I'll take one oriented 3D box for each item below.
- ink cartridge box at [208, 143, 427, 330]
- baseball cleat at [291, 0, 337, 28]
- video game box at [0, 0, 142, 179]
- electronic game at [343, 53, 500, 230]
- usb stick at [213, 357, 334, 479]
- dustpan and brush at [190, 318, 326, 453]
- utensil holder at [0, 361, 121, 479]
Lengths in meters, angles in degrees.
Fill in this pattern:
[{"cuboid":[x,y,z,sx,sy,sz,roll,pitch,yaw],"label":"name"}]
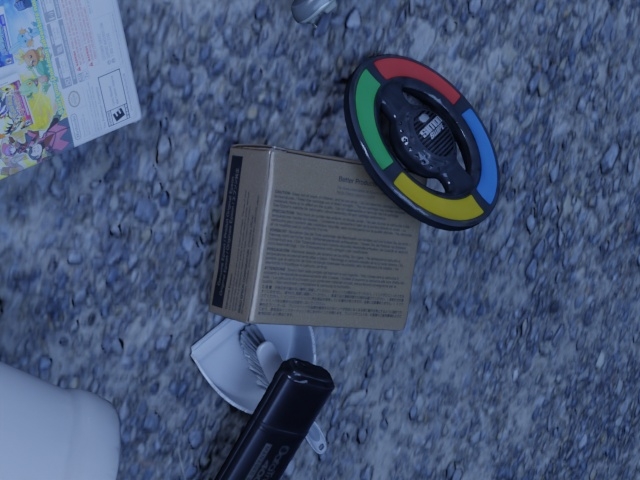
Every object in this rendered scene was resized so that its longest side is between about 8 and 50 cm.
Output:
[{"cuboid":[0.000,0.000,1.318,0.234,0.088,0.193,7,92,-38],"label":"ink cartridge box"},{"cuboid":[0.014,-0.333,1.248,0.109,0.072,0.206,43,73,-25],"label":"baseball cleat"},{"cuboid":[-0.271,-0.174,1.073,0.187,0.048,0.205,-30,128,-32],"label":"video game box"},{"cuboid":[0.120,-0.115,1.334,0.229,0.048,0.229,21,51,-29],"label":"electronic game"},{"cuboid":[-0.074,0.259,1.356,0.077,0.045,0.278,18,110,-33],"label":"usb stick"},{"cuboid":[-0.047,0.172,1.378,0.147,0.060,0.211,-39,125,-20],"label":"dustpan and brush"},{"cuboid":[-0.400,0.203,0.887,0.385,0.327,0.328,26,89,-20],"label":"utensil holder"}]
